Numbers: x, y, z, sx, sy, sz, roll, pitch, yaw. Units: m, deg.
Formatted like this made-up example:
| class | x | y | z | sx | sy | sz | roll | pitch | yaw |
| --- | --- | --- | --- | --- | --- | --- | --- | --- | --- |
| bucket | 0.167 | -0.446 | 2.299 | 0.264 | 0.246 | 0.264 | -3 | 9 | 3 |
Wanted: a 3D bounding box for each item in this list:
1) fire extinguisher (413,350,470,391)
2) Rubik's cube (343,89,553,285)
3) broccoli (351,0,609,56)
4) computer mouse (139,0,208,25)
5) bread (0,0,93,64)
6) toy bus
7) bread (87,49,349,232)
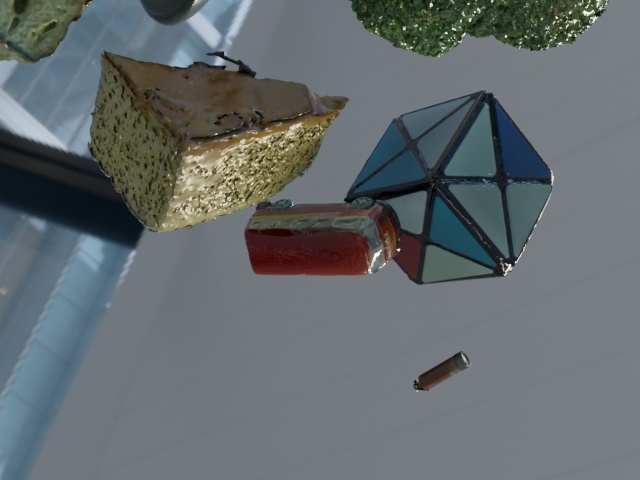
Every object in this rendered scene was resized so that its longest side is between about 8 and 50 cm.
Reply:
| class | x | y | z | sx | sy | sz | roll | pitch | yaw |
| --- | --- | --- | --- | --- | --- | --- | --- | --- | --- |
| fire extinguisher | 0.147 | 0.166 | 1.198 | 0.083 | 0.028 | 0.022 | -35 | -121 | 23 |
| Rubik's cube | 0.238 | -0.091 | 1.765 | 0.248 | 0.250 | 0.246 | -13 | -143 | 50 |
| broccoli | 0.186 | -0.389 | 1.081 | 0.413 | 0.321 | 0.310 | -37 | -144 | 22 |
| computer mouse | -0.219 | -0.548 | 1.639 | 0.188 | 0.122 | 0.371 | 14 | -76 | 40 |
| bread | -0.335 | -0.317 | 1.165 | 0.232 | 0.128 | 0.088 | -57 | -155 | -15 |
| toy bus | 0.000 | 0.000 | 1.659 | 0.265 | 0.121 | 0.120 | 0 | -155 | 23 |
| bread | -0.178 | -0.186 | 1.526 | 0.315 | 0.279 | 0.248 | -29 | 153 | -43 |
